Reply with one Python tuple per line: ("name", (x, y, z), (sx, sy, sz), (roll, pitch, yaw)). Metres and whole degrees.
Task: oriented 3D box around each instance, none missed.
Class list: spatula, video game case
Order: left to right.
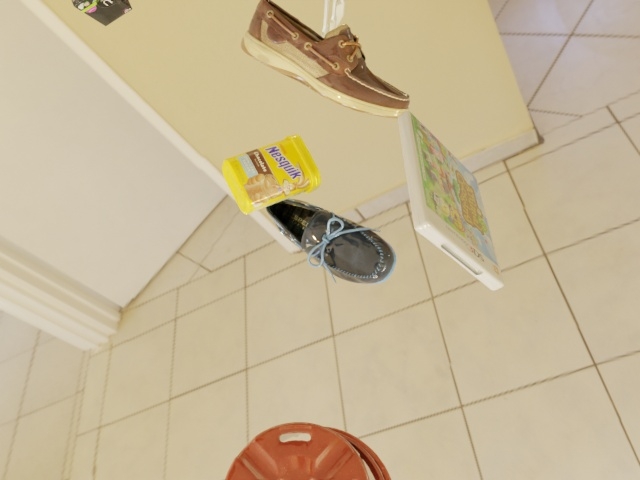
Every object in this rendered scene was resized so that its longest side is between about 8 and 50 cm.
("spatula", (0.032, -0.559, 1.324), (0.019, 0.242, 0.168), (22, 62, 9))
("video game case", (0.183, -0.057, 0.802), (0.023, 0.193, 0.212), (-30, 43, 31))

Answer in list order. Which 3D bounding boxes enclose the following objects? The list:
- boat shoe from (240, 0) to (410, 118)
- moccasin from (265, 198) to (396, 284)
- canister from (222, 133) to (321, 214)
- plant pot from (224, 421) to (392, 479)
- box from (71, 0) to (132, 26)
("boat shoe", (0.023, -0.340, 1.054), (0.123, 0.342, 0.123), (-64, -4, 26))
("moccasin", (0.000, 0.000, 1.189), (0.342, 0.117, 0.137), (23, 88, 42))
("canister", (-0.101, -0.136, 1.168), (0.170, 0.073, 0.126), (-24, 80, -25))
("plant pot", (-0.018, 0.396, 0.846), (0.273, 0.265, 0.272), (-3, 63, 5))
("box", (-0.367, -0.406, 0.942), (0.062, 0.083, 0.052), (-25, 83, 13))
